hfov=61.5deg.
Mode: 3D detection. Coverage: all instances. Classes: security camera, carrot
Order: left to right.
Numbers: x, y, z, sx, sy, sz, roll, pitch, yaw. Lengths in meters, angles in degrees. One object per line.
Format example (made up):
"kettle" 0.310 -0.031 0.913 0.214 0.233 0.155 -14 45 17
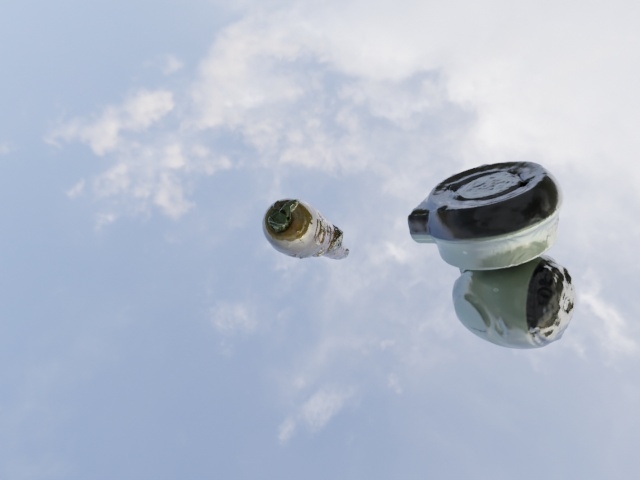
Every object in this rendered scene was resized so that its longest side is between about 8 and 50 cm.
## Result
"carrot" 0.000 0.000 0.518 0.049 0.254 0.049 -1 -97 13
"security camera" 0.275 0.040 0.809 0.191 0.277 0.197 2 -150 42
